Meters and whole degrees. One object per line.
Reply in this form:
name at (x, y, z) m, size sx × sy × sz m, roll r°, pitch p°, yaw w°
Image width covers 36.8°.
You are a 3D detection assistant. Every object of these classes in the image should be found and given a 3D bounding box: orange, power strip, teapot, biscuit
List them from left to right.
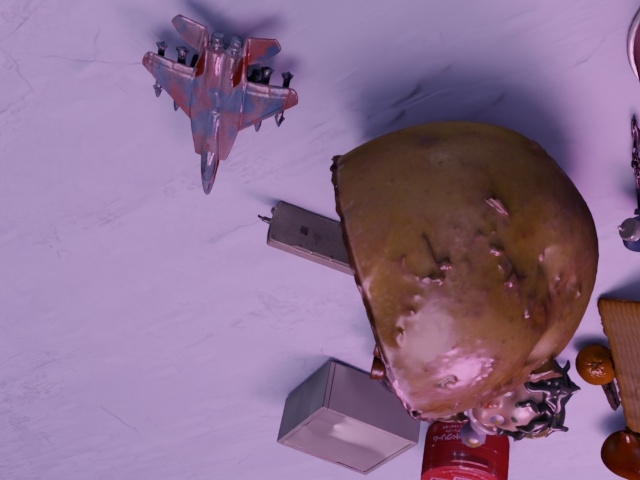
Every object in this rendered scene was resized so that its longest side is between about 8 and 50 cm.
power strip at (0.000, 0.000, 1.601) m, size 0.227 × 0.080 × 0.029 m, roll 20°, pitch 147°, yaw -10°
orange at (0.505, 0.227, 1.755) m, size 0.085 × 0.085 × 0.085 m, roll 8°, pitch 143°, yaw 6°
biscuit at (0.553, 0.215, 1.606) m, size 0.172 × 0.029 × 0.254 m, roll 7°, pitch 115°, yaw 65°
teapot at (0.677, 0.430, 1.942) m, size 0.252 × 0.135 × 0.178 m, roll 18°, pitch -179°, yaw -38°

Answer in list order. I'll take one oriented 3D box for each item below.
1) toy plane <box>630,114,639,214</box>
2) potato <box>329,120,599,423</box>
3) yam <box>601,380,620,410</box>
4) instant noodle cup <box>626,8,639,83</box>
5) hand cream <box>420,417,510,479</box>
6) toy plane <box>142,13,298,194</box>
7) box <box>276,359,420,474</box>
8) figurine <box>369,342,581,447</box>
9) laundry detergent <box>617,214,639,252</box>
toy plane at (0.484, -0.098, 1.368) m, size 0.078 × 0.053 × 0.197 m, roll 5°, pitch 142°, yaw 23°
potato at (0.226, 0.028, 1.339) m, size 0.320 × 0.385 × 0.442 m, roll -19°, pitch 146°, yaw 14°
yam at (0.561, 0.290, 1.865) m, size 0.027 × 0.033 × 0.129 m, roll -29°, pitch 137°, yaw 6°
instant noodle cup at (0.482, -0.158, 1.120) m, size 0.244 × 0.255 × 0.244 m, roll 8°, pitch 140°, yaw 6°
hand cream at (0.316, 0.480, 2.096) m, size 0.193 × 0.125 × 0.193 m, roll 7°, pitch 142°, yaw 5°
toy plane at (-0.149, -0.183, 1.391) m, size 0.223 × 0.104 × 0.326 m, roll 14°, pitch 147°, yaw -1°
box at (0.062, 0.379, 2.044) m, size 0.225 × 0.117 × 0.225 m, roll 24°, pitch 142°, yaw -16°
figurine at (0.283, 0.255, 1.774) m, size 0.382 × 0.186 × 0.261 m, roll 14°, pitch 132°, yaw 8°
laundry detergent at (0.524, 0.002, 1.427) m, size 0.206 × 0.061 × 0.097 m, roll 14°, pitch 175°, yaw -27°
